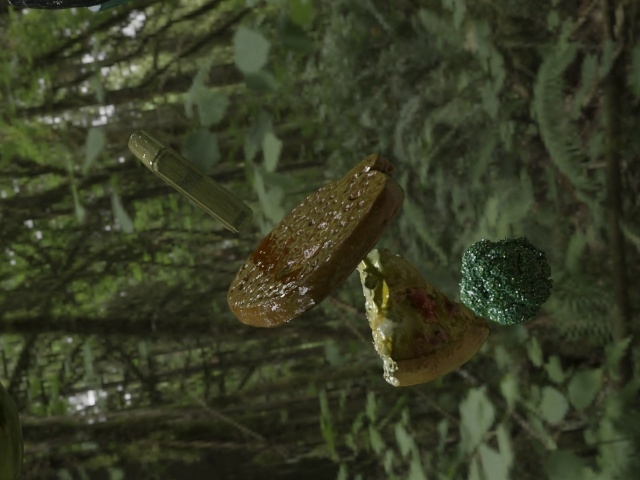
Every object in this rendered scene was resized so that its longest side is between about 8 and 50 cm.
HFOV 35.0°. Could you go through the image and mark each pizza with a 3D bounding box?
[{"bbox_3d":[0.140,0.105,1.707,0.287,0.280,0.075,51,134,8],"label":"pizza"}]

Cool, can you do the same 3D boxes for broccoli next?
[{"bbox_3d":[0.356,0.076,1.957,0.156,0.196,0.195,53,-152,-80],"label":"broccoli"}]

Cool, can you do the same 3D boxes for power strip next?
[{"bbox_3d":[-0.231,-0.098,1.914,0.092,0.066,0.387,39,-179,31],"label":"power strip"}]

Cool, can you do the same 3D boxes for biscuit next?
[{"bbox_3d":[0.001,0.001,1.477,0.063,0.314,0.367,46,162,-14],"label":"biscuit"}]

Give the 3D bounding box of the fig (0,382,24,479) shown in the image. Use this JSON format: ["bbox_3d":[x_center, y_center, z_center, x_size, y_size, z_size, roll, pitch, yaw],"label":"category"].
[{"bbox_3d":[-0.482,0.249,1.169,0.316,0.316,0.316,-9,-90,-87],"label":"fig"}]

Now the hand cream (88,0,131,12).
[{"bbox_3d":[-0.379,-0.492,1.969,0.083,0.048,0.224,47,-135,3],"label":"hand cream"}]

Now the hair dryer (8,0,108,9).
[{"bbox_3d":[-0.166,-0.222,0.739,0.219,0.196,0.075,-73,-33,-81],"label":"hair dryer"}]
